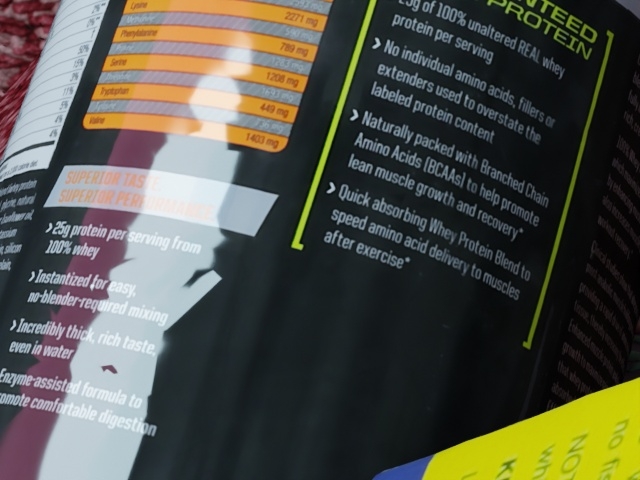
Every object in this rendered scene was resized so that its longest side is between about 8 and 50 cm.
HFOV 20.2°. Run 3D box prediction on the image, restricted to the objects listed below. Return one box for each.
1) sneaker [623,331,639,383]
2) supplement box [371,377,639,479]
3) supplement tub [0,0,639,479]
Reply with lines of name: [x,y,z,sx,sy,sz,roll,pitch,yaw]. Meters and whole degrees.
sneaker: [0.118,0.062,0.655,0.098,0.083,0.224,-52,18,-25]
supplement box: [0.156,0.124,0.282,0.356,0.195,0.194,-28,28,47]
supplement tub: [0.000,0.000,0.569,0.207,0.207,0.338,-14,53,58]
